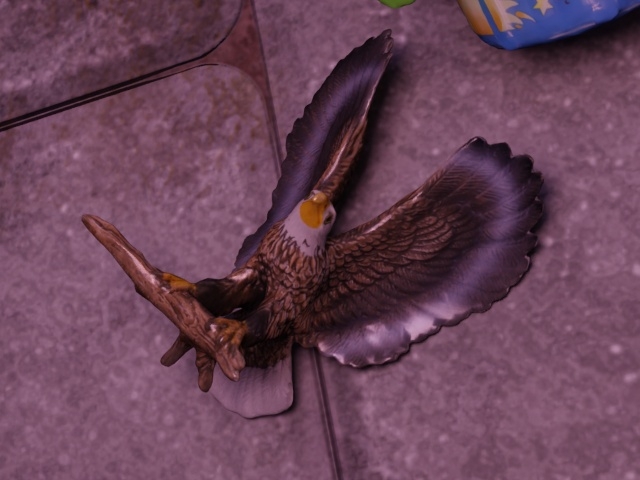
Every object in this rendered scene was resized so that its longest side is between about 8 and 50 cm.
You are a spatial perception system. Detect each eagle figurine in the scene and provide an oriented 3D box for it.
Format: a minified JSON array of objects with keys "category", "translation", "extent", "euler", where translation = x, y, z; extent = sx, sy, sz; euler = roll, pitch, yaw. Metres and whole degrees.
[{"category":"eagle figurine","translation":[0.004,-0.002,1.477],"extent":[0.298,0.225,0.226],"euler":[-35,107,-24]}]

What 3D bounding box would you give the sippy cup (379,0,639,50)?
[{"category":"sippy cup","translation":[0.167,-0.277,1.437],"extent":[0.306,0.240,0.224],"euler":[-21,104,4]}]
